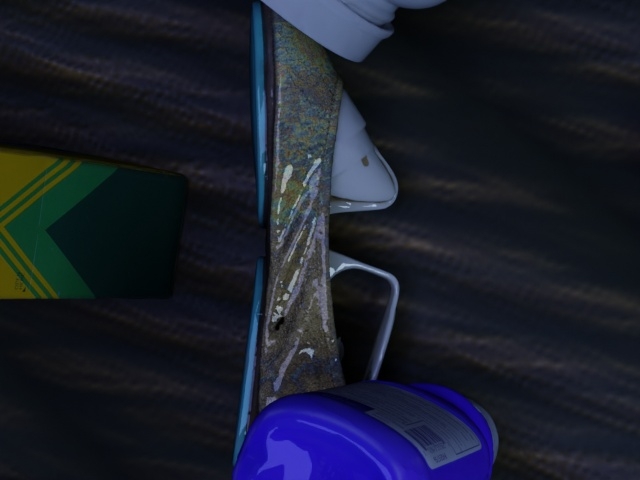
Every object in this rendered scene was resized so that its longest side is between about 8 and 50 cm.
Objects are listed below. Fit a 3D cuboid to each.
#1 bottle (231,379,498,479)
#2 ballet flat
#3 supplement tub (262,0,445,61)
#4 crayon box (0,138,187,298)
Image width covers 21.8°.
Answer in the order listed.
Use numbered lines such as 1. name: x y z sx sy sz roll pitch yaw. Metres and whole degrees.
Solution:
1. bottle: 0.046 0.141 1.052 0.118 0.283 0.092 24 97 19
2. ballet flat: 0.000 0.000 1.174 0.123 0.123 0.349 2 89 21
3. supplement tub: 0.057 -0.296 1.084 0.228 0.228 0.316 45 104 15
4. crayon box: -0.326 -0.033 1.180 0.363 0.313 0.106 9 92 21
